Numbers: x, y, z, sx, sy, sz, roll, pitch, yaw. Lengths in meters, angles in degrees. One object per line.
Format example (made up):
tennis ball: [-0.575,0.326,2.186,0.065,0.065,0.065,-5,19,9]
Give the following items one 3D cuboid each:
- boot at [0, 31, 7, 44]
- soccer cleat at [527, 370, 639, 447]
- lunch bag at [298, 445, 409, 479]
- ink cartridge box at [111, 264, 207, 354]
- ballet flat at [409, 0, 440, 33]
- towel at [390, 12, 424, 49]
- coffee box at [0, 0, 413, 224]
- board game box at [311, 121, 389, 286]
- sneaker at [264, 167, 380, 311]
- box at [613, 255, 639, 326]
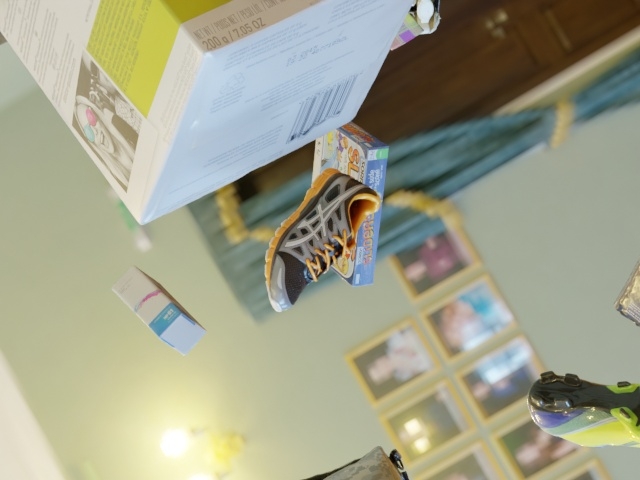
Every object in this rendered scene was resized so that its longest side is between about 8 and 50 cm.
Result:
boot: [-0.626,-0.428,2.767,0.091,0.263,0.229,18,-123,-69]
soccer cleat: [0.446,0.269,2.418,0.289,0.093,0.121,11,145,33]
lunch bag: [0.011,0.451,2.328,0.212,0.305,0.256,79,171,-60]
ink cartridge box: [-0.236,0.101,2.375,0.122,0.052,0.088,41,178,30]
ballet flat: [0.159,-0.369,2.577,0.074,0.074,0.203,61,170,16]
towel: [0.106,-0.308,2.328,0.060,0.009,0.083,48,144,-14]
coffee box: [-0.132,-0.292,1.871,0.334,0.337,0.338,52,148,16]
board game box: [0.035,-0.056,2.200,0.136,0.035,0.201,38,129,52]
sneaker: [0.000,0.000,2.041,0.083,0.215,0.084,17,152,25]
box: [0.576,-0.013,2.186,0.182,0.296,0.294,38,158,16]
